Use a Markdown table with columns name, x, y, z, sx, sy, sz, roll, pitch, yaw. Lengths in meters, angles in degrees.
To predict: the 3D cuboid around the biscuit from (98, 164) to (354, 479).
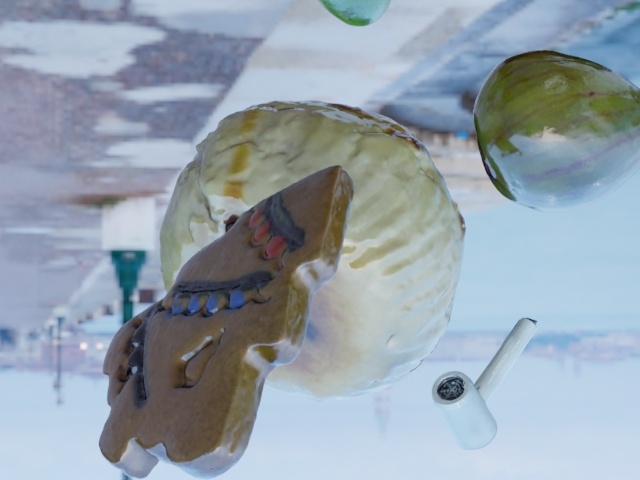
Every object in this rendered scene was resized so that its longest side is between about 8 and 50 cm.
| name | x | y | z | sx | sy | sz | roll | pitch | yaw |
| --- | --- | --- | --- | --- | --- | --- | --- | --- | --- |
| biscuit | -0.079 | 0.056 | 1.031 | 0.043 | 0.301 | 0.278 | 40 | 170 | -26 |

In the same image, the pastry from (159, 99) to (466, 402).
| name | x | y | z | sx | sy | sz | roll | pitch | yaw |
| --- | --- | --- | --- | --- | --- | --- | --- | --- | --- |
| pastry | 0.000 | 0.000 | 1.567 | 0.389 | 0.388 | 0.312 | -3 | -154 | 29 |

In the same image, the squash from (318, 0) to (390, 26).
| name | x | y | z | sx | sy | sz | roll | pitch | yaw |
| --- | --- | --- | --- | --- | --- | --- | --- | --- | --- |
| squash | -0.006 | -0.274 | 1.055 | 0.082 | 0.082 | 0.292 | -2 | 151 | 26 |

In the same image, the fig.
| name | x | y | z | sx | sy | sz | roll | pitch | yaw |
| --- | --- | --- | --- | --- | --- | --- | --- | --- | --- |
| fig | 0.261 | -0.116 | 1.112 | 0.259 | 0.151 | 0.151 | -18 | 176 | -2 |

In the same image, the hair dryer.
| name | x | y | z | sx | sy | sz | roll | pitch | yaw |
| --- | --- | --- | --- | --- | --- | --- | --- | --- | --- |
| hair dryer | 0.274 | 0.205 | 2.005 | 0.073 | 0.236 | 0.131 | 23 | 154 | 42 |
